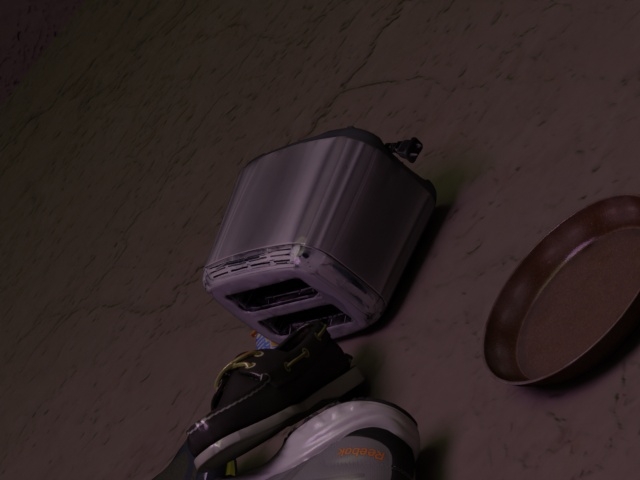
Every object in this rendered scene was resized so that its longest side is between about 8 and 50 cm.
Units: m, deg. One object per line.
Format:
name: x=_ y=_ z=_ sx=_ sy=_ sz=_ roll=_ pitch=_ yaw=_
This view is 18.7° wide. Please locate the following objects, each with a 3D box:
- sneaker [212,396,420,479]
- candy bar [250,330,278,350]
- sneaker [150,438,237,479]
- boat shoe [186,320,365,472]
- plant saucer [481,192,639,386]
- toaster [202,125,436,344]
sneaker: x=-0.038 y=0.223 z=1.429 sx=0.271 sy=0.100 sz=0.108 roll=-40 pitch=29 yaw=24
candy bar: x=-0.044 y=0.117 z=1.715 sx=0.040 sy=0.018 sz=0.161 roll=-42 pitch=24 yaw=20
sneaker: x=-0.185 y=0.264 z=1.607 sx=0.300 sy=0.121 sz=0.111 roll=-49 pitch=22 yaw=3
boat shoe: x=-0.045 y=0.118 z=1.503 sx=0.081 sy=0.068 sz=0.228 roll=-34 pitch=-5 yaw=27
plant saucer: x=0.185 y=0.040 z=1.383 sx=0.168 sy=0.029 sz=0.168 roll=-41 pitch=24 yaw=23
toaster: x=0.000 y=0.000 z=1.676 sx=0.227 sy=0.129 sz=0.146 roll=-14 pitch=45 yaw=50
